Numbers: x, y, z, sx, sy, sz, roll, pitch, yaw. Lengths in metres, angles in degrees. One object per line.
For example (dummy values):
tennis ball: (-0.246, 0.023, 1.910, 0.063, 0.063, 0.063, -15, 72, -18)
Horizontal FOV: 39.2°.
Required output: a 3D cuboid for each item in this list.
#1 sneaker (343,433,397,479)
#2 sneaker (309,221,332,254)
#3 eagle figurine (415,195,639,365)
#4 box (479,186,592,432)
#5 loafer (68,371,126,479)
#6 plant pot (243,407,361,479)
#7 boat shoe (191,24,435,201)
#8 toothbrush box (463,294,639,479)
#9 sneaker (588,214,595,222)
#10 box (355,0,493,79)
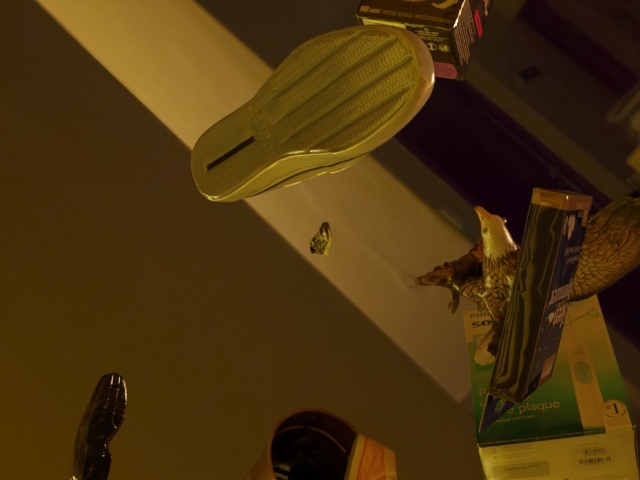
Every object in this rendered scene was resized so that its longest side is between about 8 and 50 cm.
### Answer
sneaker: (0.063, 0.328, 1.180, 0.051, 0.070, 0.134, 121, 169, -64)
sneaker: (0.000, 0.000, 1.562, 0.035, 0.031, 0.083, -7, -38, -11)
eagle figurine: (0.265, 0.045, 1.129, 0.298, 0.225, 0.226, 2, 71, 54)
box: (0.202, 0.064, 0.835, 0.136, 0.037, 0.225, -5, -71, -64)
loafer: (-0.332, 0.274, 1.313, 0.062, 0.061, 0.170, 29, -110, -45)
plant pot: (-0.033, 0.351, 1.288, 0.167, 0.167, 0.165, -32, -14, -46)
boat shoe: (0.000, -0.089, 0.633, 0.226, 0.083, 0.076, -17, -4, 43)
toothbrush box: (0.340, 0.227, 1.358, 0.295, 0.216, 0.126, -81, -21, -56)
sneaker: (0.398, -0.007, 1.353, 0.135, 0.058, 0.052, -8, -8, -13)
box: (0.189, -0.419, 1.460, 0.270, 0.165, 0.143, -68, -24, -18)
